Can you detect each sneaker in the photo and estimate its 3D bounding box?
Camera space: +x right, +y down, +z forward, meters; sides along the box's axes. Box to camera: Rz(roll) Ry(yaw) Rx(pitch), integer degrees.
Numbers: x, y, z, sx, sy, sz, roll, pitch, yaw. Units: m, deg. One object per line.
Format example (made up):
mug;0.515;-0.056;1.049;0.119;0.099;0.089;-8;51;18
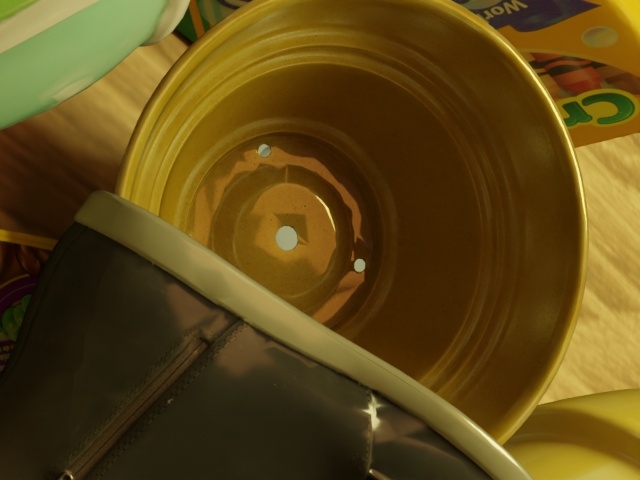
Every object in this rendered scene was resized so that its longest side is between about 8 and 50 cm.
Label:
sneaker;-0.023;0.087;0.649;0.222;0.083;0.118;33;84;-13

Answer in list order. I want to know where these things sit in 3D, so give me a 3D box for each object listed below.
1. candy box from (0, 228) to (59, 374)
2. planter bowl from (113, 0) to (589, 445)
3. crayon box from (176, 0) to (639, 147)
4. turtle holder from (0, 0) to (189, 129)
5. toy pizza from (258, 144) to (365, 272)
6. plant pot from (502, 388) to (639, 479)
candy box;-0.125;0.048;0.668;0.206;0.027;0.105;13;70;-56
planter bowl;0.000;0.000;0.742;0.217;0.090;0.217;-1;92;-25
crayon box;0.055;-0.123;0.850;0.323;0.203;0.083;37;49;-46
turtle holder;-0.115;-0.158;0.514;0.320;0.243;0.227;-46;157;-8
toy pizza;0.003;0.043;0.869;0.201;0.032;0.201;31;53;-51
plant pot;0.087;0.203;0.762;0.239;0.254;0.254;-3;81;-44
